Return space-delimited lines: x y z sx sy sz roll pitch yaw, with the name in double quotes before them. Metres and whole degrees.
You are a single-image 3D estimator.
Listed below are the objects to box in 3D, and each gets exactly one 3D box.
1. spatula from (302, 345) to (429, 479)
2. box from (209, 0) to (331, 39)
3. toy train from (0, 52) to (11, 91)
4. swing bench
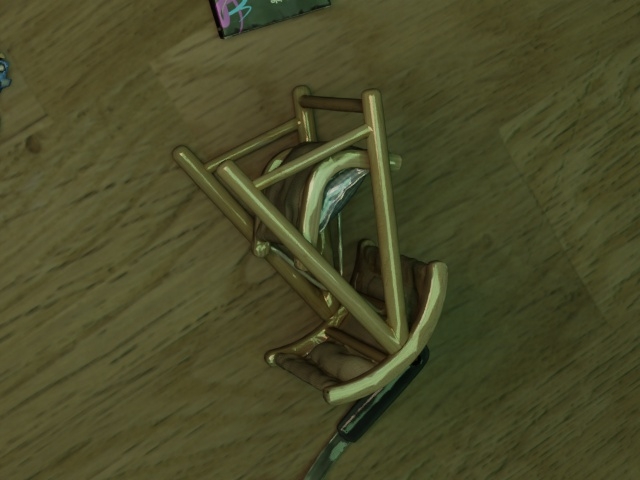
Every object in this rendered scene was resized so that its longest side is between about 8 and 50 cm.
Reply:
"spatula" 0.011 0.218 2.004 0.084 0.030 0.296 40 84 -13
"box" -0.066 -0.291 1.936 0.116 0.029 0.162 -18 98 -12
"toy train" -0.325 -0.109 1.883 0.036 0.027 0.158 12 92 -20
"swing bench" 0.000 0.000 1.865 0.165 0.253 0.255 -27 102 -11
